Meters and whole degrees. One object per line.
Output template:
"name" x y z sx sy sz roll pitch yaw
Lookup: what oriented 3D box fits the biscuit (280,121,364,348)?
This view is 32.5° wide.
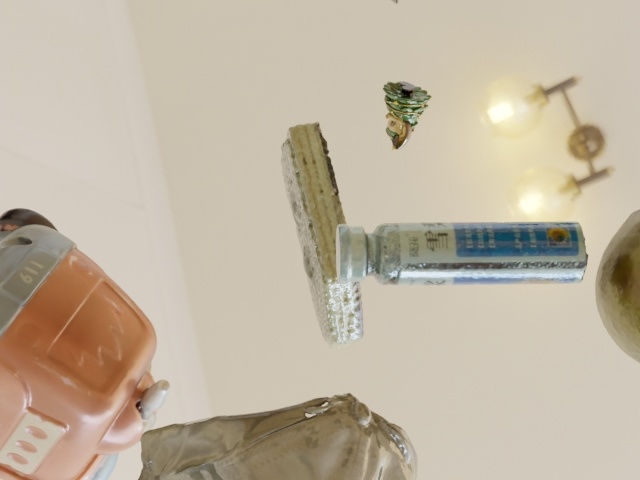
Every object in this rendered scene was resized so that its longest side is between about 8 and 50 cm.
"biscuit" 0.000 0.000 1.287 0.150 0.052 0.252 124 133 -79

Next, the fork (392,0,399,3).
"fork" -0.002 -0.146 0.558 0.115 0.012 0.016 33 160 29

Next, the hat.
"hat" -0.027 0.235 0.782 0.214 0.149 0.244 18 -112 -33

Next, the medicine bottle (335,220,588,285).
"medicine bottle" 0.108 0.010 0.852 0.051 0.191 0.051 -179 90 -88

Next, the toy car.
"toy car" -0.251 0.125 0.942 0.212 0.270 0.180 37 -137 -7

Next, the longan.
"longan" 0.298 0.051 0.874 0.155 0.145 0.176 -14 -105 -29

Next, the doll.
"doll" 0.141 -0.199 1.760 0.078 0.077 0.113 -110 11 -57
